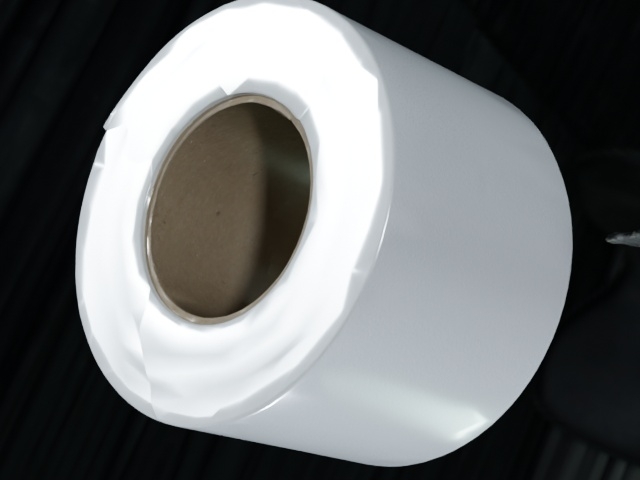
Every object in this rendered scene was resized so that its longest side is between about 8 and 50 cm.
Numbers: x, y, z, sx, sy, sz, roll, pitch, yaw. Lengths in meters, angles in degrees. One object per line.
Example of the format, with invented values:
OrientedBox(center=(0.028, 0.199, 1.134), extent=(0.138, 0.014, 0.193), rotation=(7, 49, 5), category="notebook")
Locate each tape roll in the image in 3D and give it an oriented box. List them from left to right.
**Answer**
OrientedBox(center=(0.000, 0.000, 0.871), extent=(0.246, 0.246, 0.169), rotation=(11, 174, 45), category="tape roll")

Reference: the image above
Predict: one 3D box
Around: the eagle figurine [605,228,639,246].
OrientedBox(center=(0.350, 0.035, 0.869), extent=(0.226, 0.298, 0.225), rotation=(65, -174, 8), category="eagle figurine")
